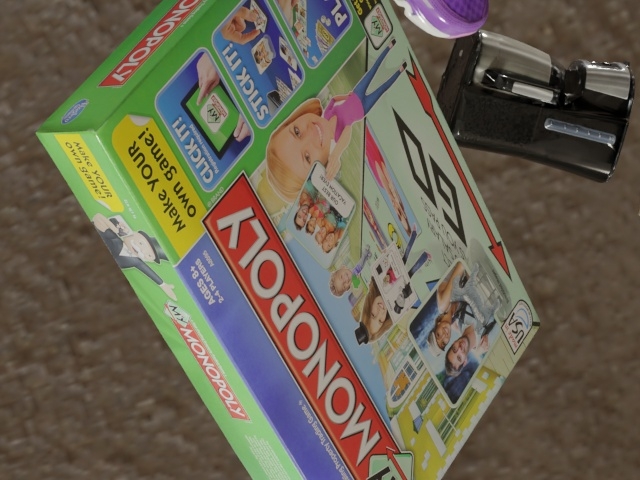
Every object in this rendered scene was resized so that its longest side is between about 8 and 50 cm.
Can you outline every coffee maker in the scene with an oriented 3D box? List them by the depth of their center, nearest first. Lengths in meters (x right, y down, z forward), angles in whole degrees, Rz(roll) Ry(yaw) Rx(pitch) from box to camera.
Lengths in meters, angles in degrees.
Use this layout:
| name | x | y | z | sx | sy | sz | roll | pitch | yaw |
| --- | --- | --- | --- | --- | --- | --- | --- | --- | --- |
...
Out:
| name | x | y | z | sx | sy | sz | roll | pitch | yaw |
| --- | --- | --- | --- | --- | --- | --- | --- | --- | --- |
| coffee maker | 0.207 | -0.117 | 1.870 | 0.178 | 0.171 | 0.120 | 15 | 34 | -10 |

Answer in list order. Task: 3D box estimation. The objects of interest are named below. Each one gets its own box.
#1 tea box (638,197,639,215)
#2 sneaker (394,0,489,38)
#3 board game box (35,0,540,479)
| name | x | y | z | sx | sy | sz | roll | pitch | yaw |
| --- | --- | --- | --- | --- | --- | --- | --- | --- | --- |
| tea box | 0.490 | -0.151 | 1.691 | 0.220 | 0.323 | 0.329 | 4 | 96 | -31 |
| sneaker | 0.102 | -0.282 | 1.504 | 0.095 | 0.104 | 0.236 | -16 | 98 | -39 |
| board game box | 0.000 | 0.000 | 0.996 | 0.213 | 0.046 | 0.317 | -53 | 129 | -34 |
